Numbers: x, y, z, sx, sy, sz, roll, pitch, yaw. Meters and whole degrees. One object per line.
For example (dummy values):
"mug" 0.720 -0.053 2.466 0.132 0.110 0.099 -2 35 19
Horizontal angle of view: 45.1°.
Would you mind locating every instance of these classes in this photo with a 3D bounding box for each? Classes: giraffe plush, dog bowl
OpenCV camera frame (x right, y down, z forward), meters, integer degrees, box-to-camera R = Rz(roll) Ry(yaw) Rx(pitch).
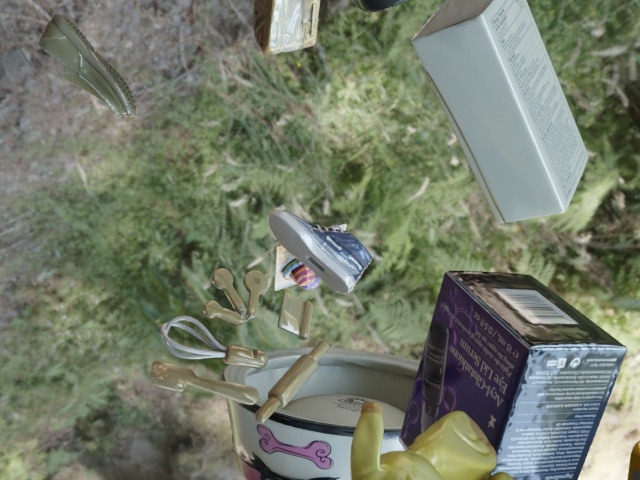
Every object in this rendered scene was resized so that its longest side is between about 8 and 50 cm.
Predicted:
"giraffe plush" 0.049 0.240 0.585 0.210 0.181 0.170 24 124 -36
"dog bowl" 0.041 0.294 1.229 0.408 0.150 0.408 4 -173 -1

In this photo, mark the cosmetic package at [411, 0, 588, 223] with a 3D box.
"cosmetic package" 0.264 -0.196 1.099 0.113 0.309 0.160 -11 -151 40

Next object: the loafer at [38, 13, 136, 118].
"loafer" -0.282 -0.203 0.936 0.050 0.148 0.056 -37 -170 7

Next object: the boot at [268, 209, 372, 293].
"boot" 0.000 0.000 1.318 0.086 0.190 0.069 -51 -167 -32

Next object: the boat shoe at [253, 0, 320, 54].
"boat shoe" -0.016 -0.234 0.631 0.059 0.063 0.170 -7 136 -23

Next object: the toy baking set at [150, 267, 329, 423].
"toy baking set" -0.105 0.144 1.031 0.256 0.197 0.030 -49 180 -43

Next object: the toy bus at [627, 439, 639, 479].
"toy bus" 0.352 0.364 0.741 0.108 0.332 0.130 -4 -160 -7

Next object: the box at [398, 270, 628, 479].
"box" 0.173 0.152 0.736 0.108 0.153 0.207 4 110 -22

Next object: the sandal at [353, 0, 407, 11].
"sandal" 0.242 -0.378 0.902 0.446 0.167 0.107 -17 137 24

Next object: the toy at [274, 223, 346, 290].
"toy" -0.016 0.053 1.491 0.137 0.056 0.237 -18 156 -12
